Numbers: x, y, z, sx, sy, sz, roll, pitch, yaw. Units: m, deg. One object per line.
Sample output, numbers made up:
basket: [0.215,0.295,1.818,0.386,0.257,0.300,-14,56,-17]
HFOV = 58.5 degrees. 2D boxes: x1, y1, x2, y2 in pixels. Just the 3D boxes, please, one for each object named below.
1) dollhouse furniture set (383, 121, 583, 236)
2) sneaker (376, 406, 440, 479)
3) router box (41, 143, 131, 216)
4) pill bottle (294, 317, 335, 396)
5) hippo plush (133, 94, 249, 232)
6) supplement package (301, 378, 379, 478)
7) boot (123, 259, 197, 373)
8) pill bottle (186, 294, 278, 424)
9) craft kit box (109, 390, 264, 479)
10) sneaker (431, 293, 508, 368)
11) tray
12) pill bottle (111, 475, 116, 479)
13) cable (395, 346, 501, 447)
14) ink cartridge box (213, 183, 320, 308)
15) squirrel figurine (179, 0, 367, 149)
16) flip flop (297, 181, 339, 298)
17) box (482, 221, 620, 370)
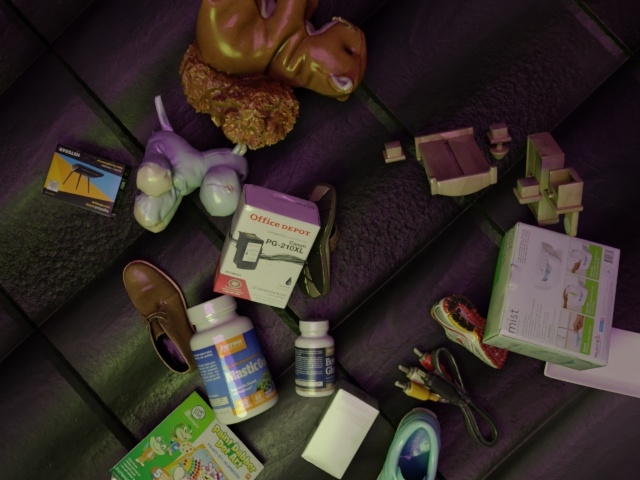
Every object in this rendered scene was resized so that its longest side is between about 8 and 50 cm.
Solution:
dollhouse furniture set: [0.337,-0.102,1.252,0.355,0.303,0.174,-9,126,5]
sneaker: [0.179,0.557,1.269,0.135,0.150,0.366,10,82,13]
router box: [-0.568,-0.146,1.393,0.178,0.046,0.133,17,91,3]
pill bottle: [-0.013,0.269,1.331,0.094,0.094,0.170,-1,90,4]
hippo plush: [-0.292,-0.136,1.327,0.236,0.234,0.294,9,47,-13]
supplement package: [0.047,0.432,1.321,0.105,0.105,0.179,30,91,3]
boot: [-0.375,0.177,1.346,0.112,0.115,0.305,-34,87,5]
pill bottle: [-0.209,0.266,1.314,0.152,0.152,0.272,-20,89,3]
craft kit box: [-0.294,0.518,1.293,0.250,0.246,0.061,46,135,2]
sneaker: [0.348,0.209,1.321,0.225,0.092,0.088,46,61,-11]
tray: [0.662,0.271,1.321,0.270,0.030,0.145,12,91,4]
pill bottle: [-0.431,0.547,1.326,0.086,0.152,0.086,0,89,3]
cable: [0.314,0.360,1.343,0.287,0.072,0.139,39,68,-10]
ink cartridge box: [-0.121,0.015,1.269,0.171,0.100,0.237,16,119,-15]
squirrel figurine: [-0.099,-0.389,1.280,0.370,0.281,0.397,27,92,-8]
flip flop: [0.000,0.000,1.340,0.112,0.080,0.277,10,107,37]
box: [0.501,0.122,1.246,0.231,0.127,0.262,15,71,4]
